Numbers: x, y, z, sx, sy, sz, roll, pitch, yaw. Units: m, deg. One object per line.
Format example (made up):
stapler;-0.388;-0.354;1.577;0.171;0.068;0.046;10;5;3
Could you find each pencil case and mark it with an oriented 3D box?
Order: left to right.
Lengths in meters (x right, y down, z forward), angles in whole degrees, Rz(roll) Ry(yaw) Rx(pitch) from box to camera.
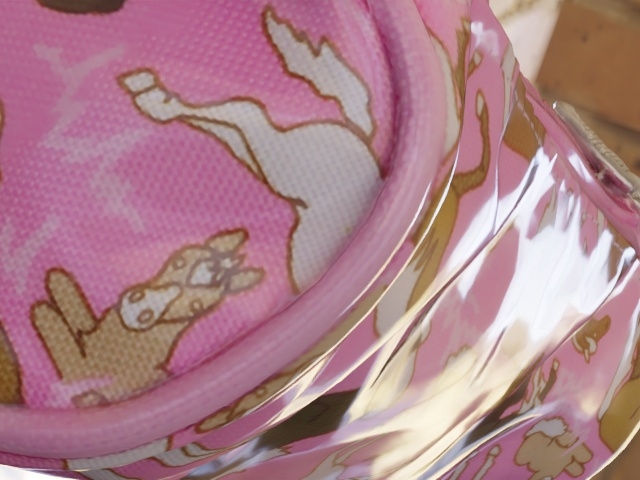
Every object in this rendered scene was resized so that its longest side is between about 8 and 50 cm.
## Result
pencil case;0.000;0.000;0.496;0.160;0.167;0.386;22;-2;21
